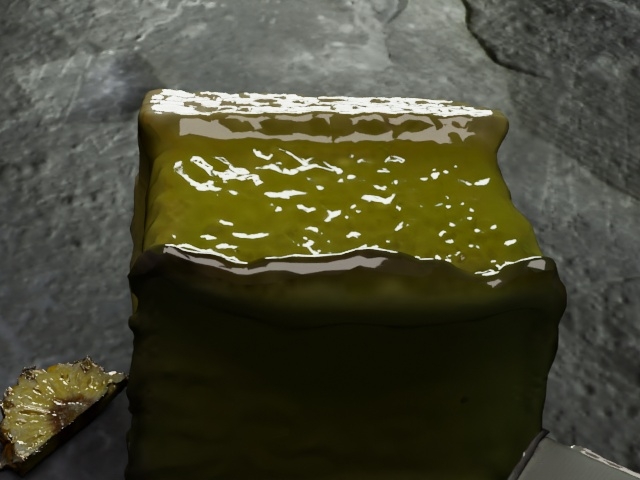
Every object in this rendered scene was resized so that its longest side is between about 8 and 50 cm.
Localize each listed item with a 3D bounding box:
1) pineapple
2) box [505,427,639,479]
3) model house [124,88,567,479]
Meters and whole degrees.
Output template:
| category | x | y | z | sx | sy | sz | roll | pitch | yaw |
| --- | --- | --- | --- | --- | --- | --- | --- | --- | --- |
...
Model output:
| category | x | y | z | sx | sy | sz | roll | pitch | yaw |
| --- | --- | --- | --- | --- | --- | --- | --- | --- | --- |
| pineapple | -0.136 | 0.083 | 0.755 | 0.045 | 0.019 | 0.083 | 29 | 44 | 18 |
| box | 0.104 | 0.231 | 0.531 | 0.200 | 0.106 | 0.299 | 22 | 44 | 21 |
| model house | 0.000 | 0.000 | 0.744 | 0.193 | 0.175 | 0.234 | -1 | 43 | -5 |
